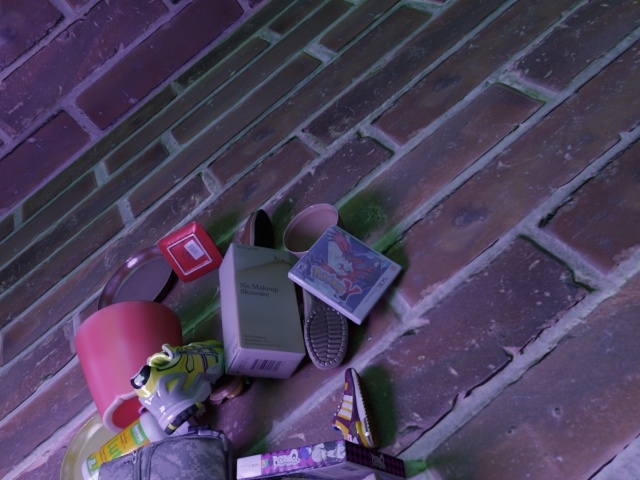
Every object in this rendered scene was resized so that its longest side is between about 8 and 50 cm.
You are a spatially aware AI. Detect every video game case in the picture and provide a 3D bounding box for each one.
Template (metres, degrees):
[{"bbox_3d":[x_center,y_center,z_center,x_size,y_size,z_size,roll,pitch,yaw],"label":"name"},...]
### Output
[{"bbox_3d":[0.007,0.401,1.071,0.210,0.232,0.041,-20,56,24],"label":"video game case"},{"bbox_3d":[0.059,0.073,1.416,0.201,0.023,0.183,32,58,15],"label":"video game case"}]

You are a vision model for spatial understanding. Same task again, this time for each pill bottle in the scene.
[{"bbox_3d":[-0.401,0.478,1.397,0.246,0.136,0.136,-38,37,-8],"label":"pill bottle"}]

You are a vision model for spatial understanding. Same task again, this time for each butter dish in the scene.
[{"bbox_3d":[-0.384,0.021,1.871,0.160,0.160,0.118,-27,16,16],"label":"butter dish"}]

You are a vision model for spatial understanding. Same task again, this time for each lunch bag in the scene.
[{"bbox_3d":[-0.282,0.541,1.199,0.256,0.212,0.305,-20,39,2],"label":"lunch bag"}]

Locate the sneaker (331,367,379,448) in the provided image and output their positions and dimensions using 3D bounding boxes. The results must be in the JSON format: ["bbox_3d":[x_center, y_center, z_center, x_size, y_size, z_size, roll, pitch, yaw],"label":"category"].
[{"bbox_3d":[0.056,0.339,1.226,0.084,0.069,0.185,-24,39,10],"label":"sneaker"}]

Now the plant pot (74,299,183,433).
[{"bbox_3d":[-0.454,0.325,1.523,0.275,0.275,0.243,-35,49,6],"label":"plant pot"}]

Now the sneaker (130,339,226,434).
[{"bbox_3d":[-0.299,0.282,1.381,0.145,0.147,0.384,-43,4,5],"label":"sneaker"}]

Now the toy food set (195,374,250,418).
[{"bbox_3d":[-0.225,0.340,1.490,0.192,0.038,0.132,-41,30,5],"label":"toy food set"}]

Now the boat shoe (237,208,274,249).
[{"bbox_3d":[-0.202,0.037,1.710,0.105,0.110,0.307,-20,41,21],"label":"boat shoe"}]

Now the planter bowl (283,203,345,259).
[{"bbox_3d":[0.000,0.000,1.583,0.162,0.109,0.162,-22,41,20],"label":"planter bowl"}]

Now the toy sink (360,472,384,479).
[{"bbox_3d":[0.090,0.487,0.997,0.234,0.131,0.152,-30,39,11],"label":"toy sink"}]

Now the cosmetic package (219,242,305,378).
[{"bbox_3d":[-0.144,0.163,1.449,0.309,0.160,0.113,-103,31,-41],"label":"cosmetic package"}]

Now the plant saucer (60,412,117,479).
[{"bbox_3d":[-0.553,0.538,1.551,0.241,0.037,0.240,-22,40,20],"label":"plant saucer"}]

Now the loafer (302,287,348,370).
[{"bbox_3d":[0.009,0.175,1.416,0.102,0.092,0.268,-7,59,1],"label":"loafer"}]

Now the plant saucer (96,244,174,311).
[{"bbox_3d":[-0.579,0.147,1.960,0.311,0.050,0.310,-22,41,20],"label":"plant saucer"}]
